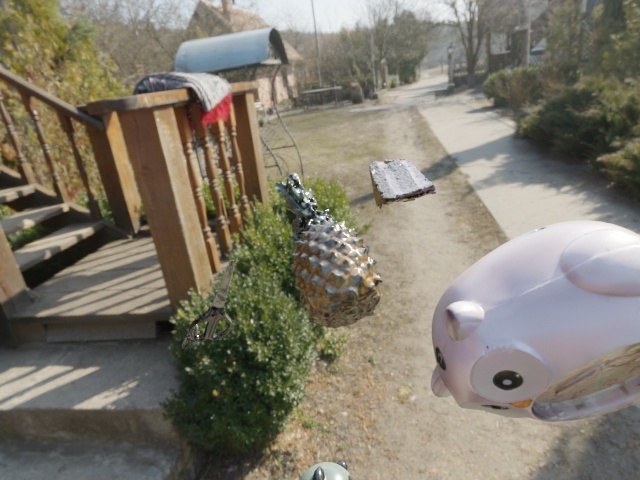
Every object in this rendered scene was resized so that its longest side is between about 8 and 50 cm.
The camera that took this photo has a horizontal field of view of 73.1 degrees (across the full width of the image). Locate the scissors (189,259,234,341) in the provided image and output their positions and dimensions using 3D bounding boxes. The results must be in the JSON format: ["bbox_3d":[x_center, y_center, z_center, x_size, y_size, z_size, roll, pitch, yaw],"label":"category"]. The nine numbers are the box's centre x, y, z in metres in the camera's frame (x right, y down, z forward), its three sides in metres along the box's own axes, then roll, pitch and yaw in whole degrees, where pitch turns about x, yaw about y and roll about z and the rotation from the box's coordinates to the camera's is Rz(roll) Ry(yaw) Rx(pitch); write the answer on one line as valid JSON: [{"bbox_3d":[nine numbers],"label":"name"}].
[{"bbox_3d":[-0.248,0.151,1.049,0.109,0.300,0.022,1,42,-28],"label":"scissors"}]

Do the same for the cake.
[{"bbox_3d":[0.176,-0.130,0.988,0.115,0.113,0.295,-15,13,3],"label":"cake"}]

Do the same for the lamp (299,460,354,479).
[{"bbox_3d":[0.025,0.710,1.180,0.197,0.198,0.244,-2,-17,14],"label":"lamp"}]

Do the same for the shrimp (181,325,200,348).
[{"bbox_3d":[-0.394,0.297,1.332,0.038,0.092,0.029,26,14,-35],"label":"shrimp"}]

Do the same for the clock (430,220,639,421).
[{"bbox_3d":[0.366,0.133,0.711,0.376,0.368,0.251,-11,46,-3],"label":"clock"}]

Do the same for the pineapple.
[{"bbox_3d":[0.000,0.000,0.877,0.175,0.175,0.361,-14,55,-15],"label":"pineapple"}]
